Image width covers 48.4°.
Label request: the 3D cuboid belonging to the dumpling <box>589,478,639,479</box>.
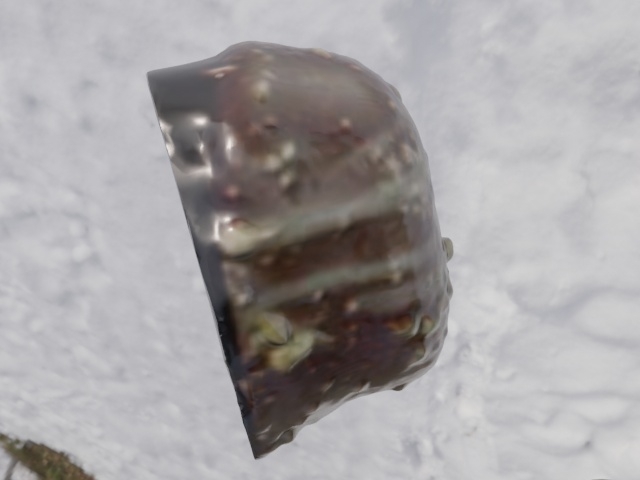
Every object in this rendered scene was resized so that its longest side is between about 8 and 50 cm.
[{"bbox_3d":[0.100,0.237,0.328,0.320,0.270,0.212,6,169,-17],"label":"dumpling"}]

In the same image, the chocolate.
[{"bbox_3d":[0.000,0.000,0.593,0.210,0.225,0.340,-15,116,-8],"label":"chocolate"}]
